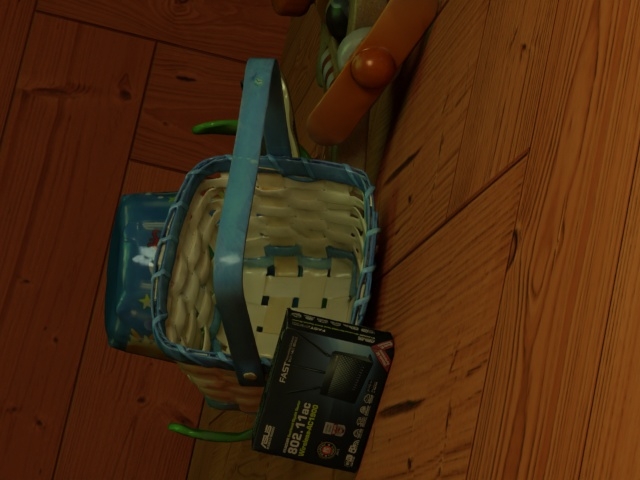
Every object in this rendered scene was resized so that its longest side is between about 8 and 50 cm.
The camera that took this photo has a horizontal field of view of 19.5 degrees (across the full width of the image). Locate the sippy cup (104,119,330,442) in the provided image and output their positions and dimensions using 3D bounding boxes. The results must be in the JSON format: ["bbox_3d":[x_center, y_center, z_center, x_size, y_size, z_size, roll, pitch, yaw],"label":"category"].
[{"bbox_3d":[-0.112,0.042,1.987,0.240,0.224,0.305,107,163,-49],"label":"sippy cup"}]

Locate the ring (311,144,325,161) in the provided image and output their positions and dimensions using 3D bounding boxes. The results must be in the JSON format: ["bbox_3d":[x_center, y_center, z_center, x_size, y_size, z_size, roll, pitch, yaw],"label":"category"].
[{"bbox_3d":[0.019,-0.162,2.287,0.336,0.032,0.336,-167,90,-85],"label":"ring"}]

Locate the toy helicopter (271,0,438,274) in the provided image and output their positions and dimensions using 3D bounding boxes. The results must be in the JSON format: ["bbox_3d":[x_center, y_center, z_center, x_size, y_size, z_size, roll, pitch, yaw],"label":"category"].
[{"bbox_3d":[0.035,-0.139,1.829,0.235,0.140,0.355,-151,64,-74],"label":"toy helicopter"}]

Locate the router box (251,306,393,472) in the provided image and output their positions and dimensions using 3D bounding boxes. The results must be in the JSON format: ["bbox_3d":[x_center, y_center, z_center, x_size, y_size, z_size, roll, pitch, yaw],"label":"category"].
[{"bbox_3d":[0.001,0.125,1.544,0.038,0.092,0.122,-92,16,-67],"label":"router box"}]

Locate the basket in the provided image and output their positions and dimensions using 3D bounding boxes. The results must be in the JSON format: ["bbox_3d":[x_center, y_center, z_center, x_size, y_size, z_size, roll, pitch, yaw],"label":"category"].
[{"bbox_3d":[-0.051,0.017,1.665,0.289,0.201,0.255,88,-170,-51],"label":"basket"}]

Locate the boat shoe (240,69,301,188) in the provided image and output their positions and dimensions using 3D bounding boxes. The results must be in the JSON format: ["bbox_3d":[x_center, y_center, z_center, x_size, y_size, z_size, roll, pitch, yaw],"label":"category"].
[{"bbox_3d":[-0.047,-0.093,1.852,0.056,0.049,0.152,112,147,-78],"label":"boat shoe"}]
